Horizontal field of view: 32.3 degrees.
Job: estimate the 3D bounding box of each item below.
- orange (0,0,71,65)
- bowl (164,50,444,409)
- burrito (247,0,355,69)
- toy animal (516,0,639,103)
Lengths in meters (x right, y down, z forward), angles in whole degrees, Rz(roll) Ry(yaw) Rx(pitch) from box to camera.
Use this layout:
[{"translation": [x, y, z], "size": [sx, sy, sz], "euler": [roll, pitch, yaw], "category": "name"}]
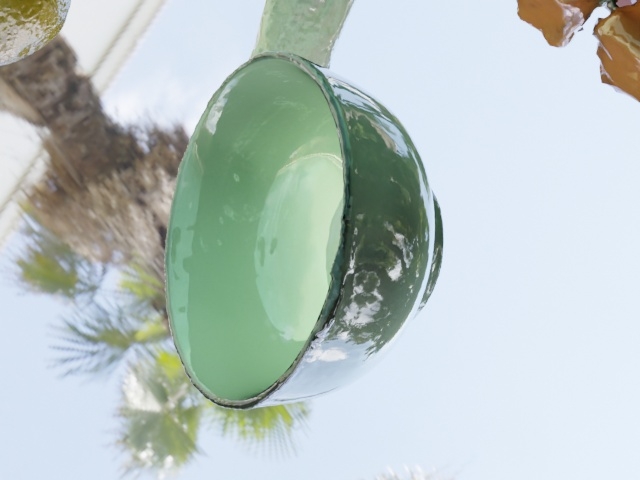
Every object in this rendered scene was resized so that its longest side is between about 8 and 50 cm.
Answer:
[{"translation": [-0.188, -0.149, 0.630], "size": [0.085, 0.095, 0.085], "euler": [-27, -176, 2], "category": "orange"}, {"translation": [0.000, 0.000, 1.111], "size": [0.354, 0.185, 0.353], "euler": [-20, -114, 55], "category": "bowl"}, {"translation": [-0.021, -0.287, 1.442], "size": [0.076, 0.117, 0.392], "euler": [-139, -112, -72], "category": "burrito"}, {"translation": [0.267, -0.243, 0.752], "size": [0.195, 0.169, 0.281], "euler": [42, -108, 15], "category": "toy animal"}]
